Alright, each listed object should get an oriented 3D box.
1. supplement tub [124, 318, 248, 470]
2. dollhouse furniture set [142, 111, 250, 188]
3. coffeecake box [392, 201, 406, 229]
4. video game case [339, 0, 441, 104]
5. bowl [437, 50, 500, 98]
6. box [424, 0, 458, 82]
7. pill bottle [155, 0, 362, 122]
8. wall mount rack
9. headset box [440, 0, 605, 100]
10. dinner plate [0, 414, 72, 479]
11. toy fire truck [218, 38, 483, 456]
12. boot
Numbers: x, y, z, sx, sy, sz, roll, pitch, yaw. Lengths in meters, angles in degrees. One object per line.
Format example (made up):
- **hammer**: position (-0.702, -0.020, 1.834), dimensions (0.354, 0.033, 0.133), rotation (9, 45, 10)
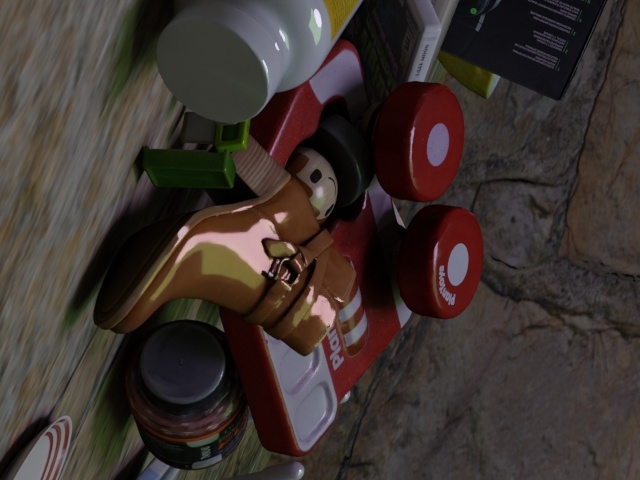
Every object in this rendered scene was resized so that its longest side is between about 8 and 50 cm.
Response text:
- **supplement tub**: position (-0.115, 0.132, 1.263), dimensions (0.198, 0.106, 0.106), rotation (96, 20, -70)
- **dollhouse furniture set**: position (-0.081, -0.111, 1.018), dimensions (0.076, 0.058, 0.152), rotation (73, 22, -69)
- **coffeecake box**: position (0.000, 0.025, 1.506), dimensions (0.185, 0.068, 0.142), rotation (-23, 172, 1)
- **video game case**: position (0.052, -0.193, 1.317), dimensions (0.173, 0.022, 0.190), rotation (106, -28, -49)
- **bowl**: position (0.204, -0.342, 1.879), dimensions (0.289, 0.156, 0.289), rotation (24, 90, -84)
- **box**: position (0.056, -0.175, 1.504), dimensions (0.094, 0.113, 0.275), rotation (-58, 172, -55)
- **pill bottle**: position (-0.029, -0.157, 0.909), dimensions (0.103, 0.103, 0.184), rotation (107, 9, -47)
- **wall mount rack**: position (-0.122, 0.260, 1.422), dimensions (0.304, 0.130, 0.350), rotation (-56, 178, 19)
- **headset box**: position (0.196, -0.313, 1.521), dimensions (0.131, 0.246, 0.283), rotation (-53, 165, -62)
- **dinner plate**: position (-0.216, 0.186, 1.036), dimensions (0.141, 0.017, 0.141), rotation (-63, 173, -14)
- **toy fire truck**: position (0.000, 0.000, 1.222), dimensions (0.254, 0.169, 0.302), rotation (-49, 137, -40)
- **boot**: position (-0.060, 0.033, 1.051), dimensions (0.073, 0.152, 0.197), rotation (-8, -143, 53)
